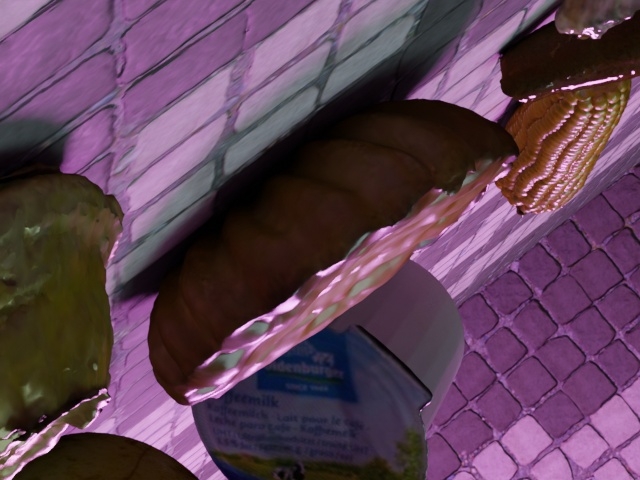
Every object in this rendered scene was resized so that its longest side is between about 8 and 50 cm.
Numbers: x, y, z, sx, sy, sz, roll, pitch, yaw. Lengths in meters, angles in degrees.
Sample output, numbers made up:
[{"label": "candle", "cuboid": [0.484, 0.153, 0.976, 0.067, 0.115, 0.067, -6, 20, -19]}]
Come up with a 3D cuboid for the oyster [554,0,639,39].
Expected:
[{"label": "oyster", "cuboid": [0.258, -0.271, 1.178, 0.354, 0.107, 0.201, -53, -170, 11]}]

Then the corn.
[{"label": "corn", "cuboid": [0.241, -0.115, 1.912, 0.106, 0.106, 0.305, -37, 167, -17]}]

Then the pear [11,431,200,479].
[{"label": "pear", "cuboid": [-0.198, 0.302, 1.619, 0.283, 0.283, 0.283, -39, 172, -6]}]

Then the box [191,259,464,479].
[{"label": "box", "cuboid": [0.036, 0.150, 1.862, 0.262, 0.291, 0.206, 3, -149, 27]}]

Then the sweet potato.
[{"label": "sweet potato", "cuboid": [0.268, -0.175, 1.600, 0.244, 0.077, 0.077, -15, 176, 10]}]

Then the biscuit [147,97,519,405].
[{"label": "biscuit", "cuboid": [0.000, 0.000, 1.425, 0.326, 0.107, 0.326, -35, 171, -7]}]

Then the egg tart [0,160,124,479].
[{"label": "egg tart", "cuboid": [-0.201, 0.084, 0.945, 0.290, 0.115, 0.290, -37, 172, -6]}]
